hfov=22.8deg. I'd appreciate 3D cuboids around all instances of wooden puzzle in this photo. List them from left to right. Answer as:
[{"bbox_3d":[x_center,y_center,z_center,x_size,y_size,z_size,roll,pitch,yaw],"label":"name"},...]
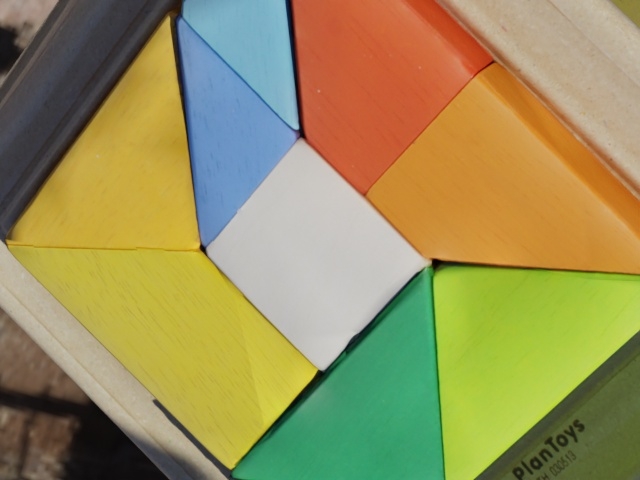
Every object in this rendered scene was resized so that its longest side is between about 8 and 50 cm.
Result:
[{"bbox_3d":[0.000,0.000,0.472,0.238,0.044,0.221,47,121,9],"label":"wooden puzzle"}]

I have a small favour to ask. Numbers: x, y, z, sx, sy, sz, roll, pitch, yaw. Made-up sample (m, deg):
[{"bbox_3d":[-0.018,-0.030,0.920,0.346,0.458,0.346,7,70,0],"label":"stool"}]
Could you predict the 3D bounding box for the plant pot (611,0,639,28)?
[{"bbox_3d":[0.223,-0.094,0.866,0.212,0.212,0.187,-23,98,39],"label":"plant pot"}]
